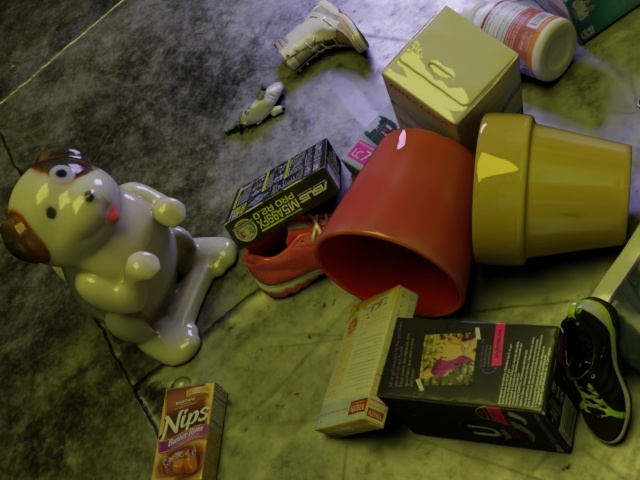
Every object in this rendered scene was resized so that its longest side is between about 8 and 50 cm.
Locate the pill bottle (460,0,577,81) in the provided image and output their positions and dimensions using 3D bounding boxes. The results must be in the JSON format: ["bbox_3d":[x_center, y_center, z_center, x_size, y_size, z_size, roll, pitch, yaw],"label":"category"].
[{"bbox_3d":[0.369,-0.390,1.986,0.216,0.121,0.121,32,78,41],"label":"pill bottle"}]

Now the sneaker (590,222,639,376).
[{"bbox_3d":[0.568,0.075,1.570,0.236,0.130,0.323,31,70,27],"label":"sneaker"}]

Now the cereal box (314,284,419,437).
[{"bbox_3d":[0.077,0.206,1.744,0.173,0.047,0.240,-29,39,59],"label":"cereal box"}]

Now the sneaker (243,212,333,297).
[{"bbox_3d":[0.000,0.001,1.923,0.314,0.136,0.116,-26,51,12],"label":"sneaker"}]

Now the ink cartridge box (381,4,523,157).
[{"bbox_3d":[0.238,-0.256,1.828,0.171,0.233,0.168,39,83,22],"label":"ink cartridge box"}]

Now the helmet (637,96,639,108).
[{"bbox_3d":[0.597,-0.176,1.682,0.169,0.169,0.161,-28,32,11],"label":"helmet"}]

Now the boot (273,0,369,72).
[{"bbox_3d":[-0.001,-0.423,2.252,0.165,0.077,0.213,-40,43,0],"label":"boot"}]

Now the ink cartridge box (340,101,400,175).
[{"bbox_3d":[0.204,-0.223,2.010,0.311,0.065,0.186,-48,49,-9],"label":"ink cartridge box"}]

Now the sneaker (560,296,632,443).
[{"bbox_3d":[0.386,0.195,1.519,0.097,0.235,0.084,-23,16,-39],"label":"sneaker"}]

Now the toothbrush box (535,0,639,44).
[{"bbox_3d":[0.547,-0.551,1.989,0.295,0.126,0.216,-36,48,5],"label":"toothbrush box"}]

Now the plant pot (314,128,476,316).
[{"bbox_3d":[0.151,-0.038,1.776,0.275,0.275,0.243,5,60,32],"label":"plant pot"}]

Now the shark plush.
[{"bbox_3d":[-0.138,-0.279,2.269,0.161,0.073,0.067,-49,25,20],"label":"shark plush"}]

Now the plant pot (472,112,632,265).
[{"bbox_3d":[0.380,-0.079,1.705,0.239,0.254,0.254,4,60,14],"label":"plant pot"}]

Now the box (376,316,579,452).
[{"bbox_3d":[0.249,0.221,1.609,0.270,0.165,0.143,1,60,31],"label":"box"}]

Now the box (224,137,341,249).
[{"bbox_3d":[-0.066,-0.094,1.983,0.216,0.060,0.270,-30,14,9],"label":"box"}]

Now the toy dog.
[{"bbox_3d":[-0.408,-0.005,1.980,0.395,0.408,0.285,16,68,36],"label":"toy dog"}]

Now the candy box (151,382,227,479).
[{"bbox_3d":[-0.235,0.354,1.874,0.109,0.053,0.187,-12,53,24],"label":"candy box"}]
